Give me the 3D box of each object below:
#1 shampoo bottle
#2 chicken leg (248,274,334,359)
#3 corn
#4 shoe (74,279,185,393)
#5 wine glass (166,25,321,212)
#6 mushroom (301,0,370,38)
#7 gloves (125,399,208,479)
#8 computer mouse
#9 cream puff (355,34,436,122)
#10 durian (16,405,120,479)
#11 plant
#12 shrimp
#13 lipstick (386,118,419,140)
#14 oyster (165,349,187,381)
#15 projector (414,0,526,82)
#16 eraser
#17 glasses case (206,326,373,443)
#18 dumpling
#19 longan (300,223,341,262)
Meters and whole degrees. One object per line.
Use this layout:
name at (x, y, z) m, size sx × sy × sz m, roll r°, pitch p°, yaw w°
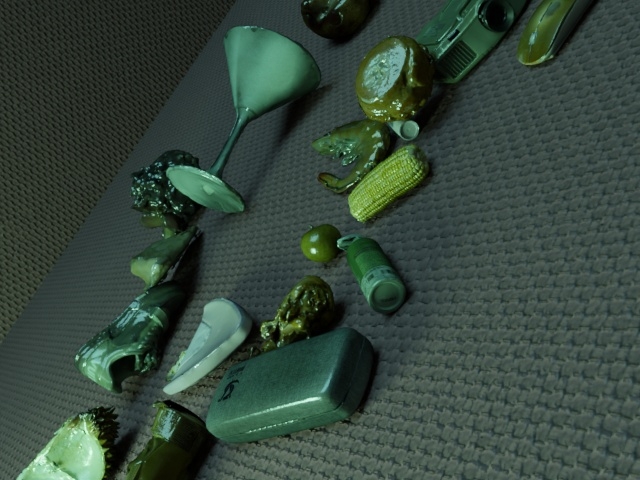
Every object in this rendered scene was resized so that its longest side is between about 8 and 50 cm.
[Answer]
shampoo bottle at (0.077, 0.042, 1.371) m, size 0.065 × 0.065 × 0.204 m, roll -46°, pitch 24°, yaw 10°
chicken leg at (-0.052, 0.149, 1.427) m, size 0.207 × 0.085 × 0.101 m, roll -51°, pitch 9°, yaw 23°
corn at (0.116, -0.099, 1.510) m, size 0.165 × 0.063 × 0.085 m, roll -40°, pitch 50°, yaw 28°
shoe at (-0.385, 0.222, 1.907) m, size 0.293 × 0.109 × 0.149 m, roll -40°, pitch 59°, yaw -21°
wine glass at (-0.195, -0.285, 2.114) m, size 0.267 × 0.267 × 0.406 m, roll -6°, pitch 55°, yaw 58°
mushroom at (0.054, -0.621, 2.295) m, size 0.194 × 0.138 × 0.231 m, roll -38°, pitch 35°, yaw -4°
gloves at (-0.308, 0.419, 1.423) m, size 0.154 × 0.141 × 0.331 m, roll 12°, pitch 51°, yaw 35°
computer mouse at (0.395, -0.376, 1.436) m, size 0.199 × 0.045 × 0.102 m, roll -53°, pitch 21°, yaw -6°
cream puff at (0.141, -0.291, 1.589) m, size 0.165 × 0.115 × 0.150 m, roll -39°, pitch 51°, yaw 23°
durian at (-0.481, 0.438, 1.700) m, size 0.252 × 0.139 × 0.144 m, roll -48°, pitch 28°, yaw 6°
plant at (-0.412, -0.122, 2.322) m, size 0.234 × 0.204 × 0.178 m, roll -50°, pitch 25°, yaw -18°
shrimp at (0.052, -0.165, 1.735) m, size 0.253 × 0.058 × 0.173 m, roll -7°, pitch 57°, yaw 55°
lipstick at (0.149, -0.229, 1.661) m, size 0.040 × 0.040 × 0.141 m, roll -47°, pitch 25°, yaw 9°
oyster at (-0.282, 0.254, 1.757) m, size 0.083 × 0.019 × 0.054 m, roll -52°, pitch 22°, yaw 3°
projector at (0.286, -0.423, 1.638) m, size 0.269 × 0.088 × 0.193 m, roll -53°, pitch 21°, yaw -3°
eraser at (-0.193, 0.192, 1.639) m, size 0.243 × 0.059 × 0.204 m, roll -23°, pitch 36°, yaw 52°
glasses case at (-0.054, 0.228, 1.325) m, size 0.323 × 0.074 × 0.131 m, roll -25°, pitch 33°, yaw 45°
dumpling at (-0.388, 0.050, 2.067) m, size 0.166 × 0.086 × 0.332 m, roll -49°, pitch 2°, yaw 15°
longan at (0.000, 0.000, 1.552) m, size 0.075 × 0.075 × 0.083 m, roll -41°, pitch 54°, yaw 21°
